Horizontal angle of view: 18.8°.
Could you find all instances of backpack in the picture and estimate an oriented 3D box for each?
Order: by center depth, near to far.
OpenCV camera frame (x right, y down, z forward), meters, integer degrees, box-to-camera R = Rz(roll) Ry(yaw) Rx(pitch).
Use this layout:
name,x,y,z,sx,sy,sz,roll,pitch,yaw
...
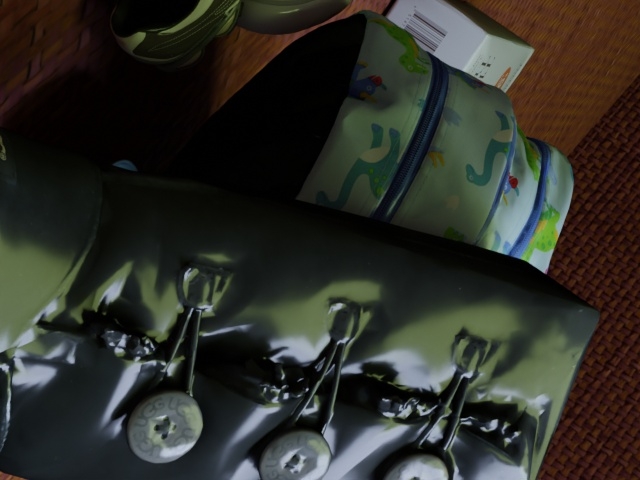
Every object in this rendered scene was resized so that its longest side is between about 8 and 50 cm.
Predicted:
name,x,y,z,sx,sy,sz,roll,pitch,yaw
backpack,0.000,0.000,1.288,0.290,0.273,0.355,-62,179,-34

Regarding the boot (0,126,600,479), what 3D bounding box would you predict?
name,x,y,z,sx,sy,sz,roll,pitch,yaw
boot,-0.107,0.125,1.041,0.445,0.146,0.367,13,119,-36

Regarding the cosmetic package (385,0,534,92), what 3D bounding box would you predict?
name,x,y,z,sx,sy,sz,roll,pitch,yaw
cosmetic package,0.046,-0.062,1.868,0.377,0.097,0.284,-56,172,11

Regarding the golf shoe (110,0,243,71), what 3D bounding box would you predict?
name,x,y,z,sx,sy,sz,roll,pitch,yaw
golf shoe,-0.053,-0.184,1.128,0.198,0.077,0.094,-57,168,11

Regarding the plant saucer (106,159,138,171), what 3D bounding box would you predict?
name,x,y,z,sx,sy,sz,roll,pitch,yaw
plant saucer,-0.145,0.005,1.184,0.119,0.021,0.119,19,90,-76

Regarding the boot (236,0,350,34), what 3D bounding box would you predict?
name,x,y,z,sx,sy,sz,roll,pitch,yaw
boot,0.016,-0.241,1.244,0.258,0.095,0.123,-52,163,-44
